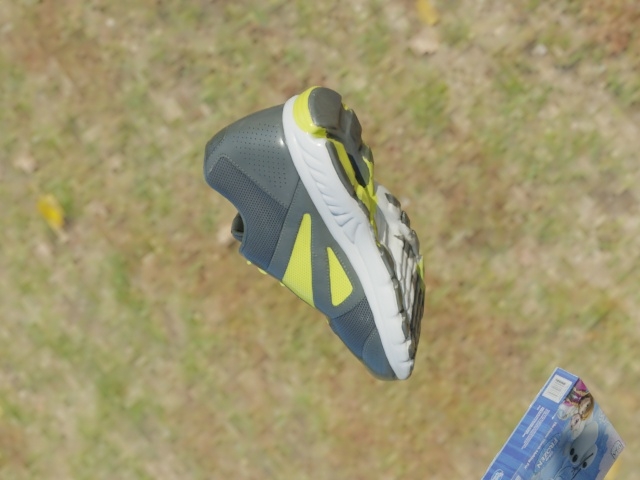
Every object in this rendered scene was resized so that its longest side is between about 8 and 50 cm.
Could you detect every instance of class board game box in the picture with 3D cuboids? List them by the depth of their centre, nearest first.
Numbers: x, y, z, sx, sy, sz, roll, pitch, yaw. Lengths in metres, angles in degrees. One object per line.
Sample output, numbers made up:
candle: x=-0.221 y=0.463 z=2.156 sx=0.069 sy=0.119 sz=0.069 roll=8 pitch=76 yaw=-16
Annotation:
board game box: x=0.135 y=0.133 z=1.083 sx=0.020 sy=0.090 sz=0.090 roll=26 pitch=164 yaw=38

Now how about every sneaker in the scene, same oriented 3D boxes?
sneaker: x=0.000 y=0.000 z=0.426 sx=0.035 sy=0.031 sz=0.083 roll=-9 pitch=127 yaw=19
